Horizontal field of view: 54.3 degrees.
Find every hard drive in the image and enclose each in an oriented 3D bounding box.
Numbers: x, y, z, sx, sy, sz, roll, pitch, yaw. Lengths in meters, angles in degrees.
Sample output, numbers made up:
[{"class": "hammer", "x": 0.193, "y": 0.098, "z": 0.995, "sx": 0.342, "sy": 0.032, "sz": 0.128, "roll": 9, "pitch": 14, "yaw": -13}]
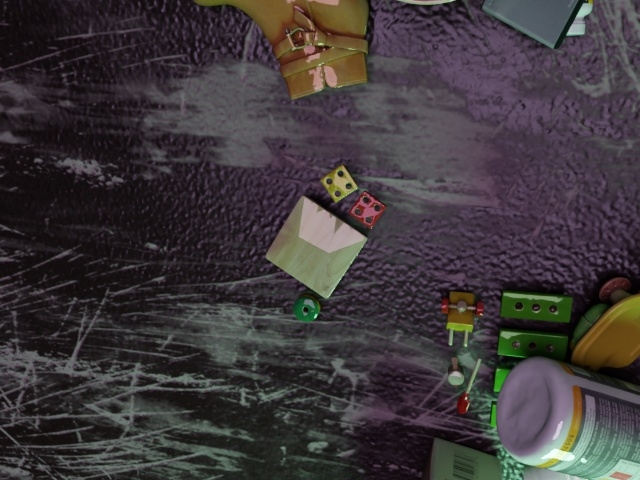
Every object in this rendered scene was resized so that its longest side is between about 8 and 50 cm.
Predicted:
[{"class": "hard drive", "x": 0.303, "y": -0.344, "z": 0.881, "sx": 0.135, "sy": 0.022, "sz": 0.094, "roll": 44, "pitch": 130, "yaw": 31}]

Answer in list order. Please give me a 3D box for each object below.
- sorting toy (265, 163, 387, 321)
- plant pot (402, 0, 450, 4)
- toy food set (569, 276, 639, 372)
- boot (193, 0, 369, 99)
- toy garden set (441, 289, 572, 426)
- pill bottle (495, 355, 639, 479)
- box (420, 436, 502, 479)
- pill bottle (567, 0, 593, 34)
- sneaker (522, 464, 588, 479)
[{"class": "sorting toy", "x": 0.000, "y": 0.000, "z": 1.074, "sx": 0.132, "sy": 0.046, "sz": 0.275, "roll": 33, "pitch": 110, "yaw": 3}, {"class": "plant pot", "x": 0.152, "y": -0.421, "z": 0.818, "sx": 0.237, "sy": 0.254, "sz": 0.237, "roll": 3, "pitch": 105, "yaw": 12}, {"class": "toy food set", "x": 0.471, "y": 0.120, "z": 0.989, "sx": 0.128, "sy": 0.071, "sz": 0.218, "roll": 20, "pitch": 117, "yaw": -26}, {"class": "boot", "x": -0.063, "y": -0.334, "z": 0.983, "sx": 0.283, "sy": 0.109, "sz": 0.220, "roll": -7, "pitch": 107, "yaw": 7}, {"class": "toy garden set", "x": 0.302, "y": 0.195, "z": 1.056, "sx": 0.203, "sy": 0.049, "sz": 0.245, "roll": 4, "pitch": 106, "yaw": 10}, {"class": "pill bottle", "x": 0.426, "y": 0.286, "z": 0.955, "sx": 0.278, "sy": 0.162, "sz": 0.162, "roll": 19, "pitch": 109, "yaw": -15}, {"class": "box", "x": 0.225, "y": 0.496, "z": 1.097, "sx": 0.126, "sy": 0.148, "sz": 0.233, "roll": 16, "pitch": 107, "yaw": 9}, {"class": "pill bottle", "x": 0.355, "y": -0.354, "z": 0.888, "sx": 0.065, "sy": 0.065, "sz": 0.117, "roll": 1, "pitch": 105, "yaw": 13}, {"class": "sneaker", "x": 0.489, "y": 0.473, "z": 1.046, "sx": 0.305, "sy": 0.114, "sz": 0.152, "roll": 44, "pitch": 111, "yaw": -1}]
